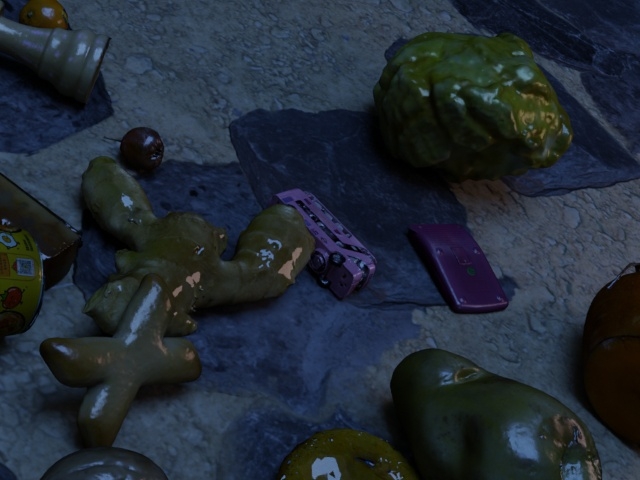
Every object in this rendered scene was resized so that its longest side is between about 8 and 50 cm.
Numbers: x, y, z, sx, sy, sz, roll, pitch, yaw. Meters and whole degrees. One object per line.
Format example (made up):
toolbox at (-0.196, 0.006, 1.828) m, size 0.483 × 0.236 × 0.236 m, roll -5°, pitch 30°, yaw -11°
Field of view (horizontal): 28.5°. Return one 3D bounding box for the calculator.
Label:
calculator at (0.236, 0.042, 2.132) m, size 0.126 × 0.034 × 0.190 m, roll 0°, pitch 48°, yaw -36°

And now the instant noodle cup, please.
instant noodle cup at (-0.442, 0.048, 1.583) m, size 0.144 × 0.182 × 0.182 m, roll 5°, pitch 44°, yaw -41°

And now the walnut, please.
walnut at (-0.248, 0.306, 1.444) m, size 0.162 × 0.140 × 0.140 m, roll 17°, pitch 37°, yaw -40°

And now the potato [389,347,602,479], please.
potato at (0.231, 0.274, 1.731) m, size 0.351 × 0.202 × 0.218 m, roll 38°, pitch 14°, yaw 38°

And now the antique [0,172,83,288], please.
antique at (-0.476, -0.049, 1.728) m, size 0.310 × 0.087 × 0.093 m, roll 36°, pitch 40°, yaw 7°

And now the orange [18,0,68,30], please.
orange at (-0.460, -0.364, 2.095) m, size 0.083 × 0.083 × 0.083 m, roll 18°, pitch 39°, yaw -15°

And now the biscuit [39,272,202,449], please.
biscuit at (-0.246, 0.153, 1.602) m, size 0.208 × 0.047 × 0.164 m, roll -37°, pitch 110°, yaw -43°

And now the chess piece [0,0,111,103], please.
chess piece at (-0.538, -0.342, 2.000) m, size 0.397 × 0.117 × 0.117 m, roll 21°, pitch 39°, yaw -9°

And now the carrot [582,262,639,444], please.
carrot at (0.524, 0.154, 2.059) m, size 0.214 × 0.193 × 0.331 m, roll 39°, pitch 39°, yaw -8°

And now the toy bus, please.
toy bus at (0.000, 0.000, 2.001) m, size 0.090 × 0.063 × 0.203 m, roll -19°, pitch 58°, yaw -45°

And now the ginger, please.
ginger at (-0.183, 0.044, 1.810) m, size 0.363 × 0.122 × 0.348 m, roll 22°, pitch 40°, yaw -19°

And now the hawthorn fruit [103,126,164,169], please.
hawthorn fruit at (-0.295, -0.149, 1.991) m, size 0.103 × 0.067 × 0.067 m, roll 17°, pitch 31°, yaw 27°

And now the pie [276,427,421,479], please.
pie at (0.053, 0.358, 1.629) m, size 0.273 × 0.069 × 0.273 m, roll 18°, pitch 39°, yaw -15°

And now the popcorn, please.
popcorn at (0.270, -0.260, 2.287) m, size 0.334 × 0.293 × 0.292 m, roll 3°, pitch 75°, yaw -28°
